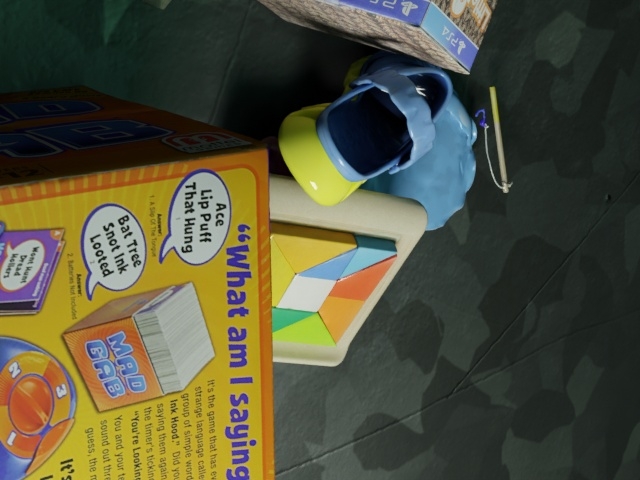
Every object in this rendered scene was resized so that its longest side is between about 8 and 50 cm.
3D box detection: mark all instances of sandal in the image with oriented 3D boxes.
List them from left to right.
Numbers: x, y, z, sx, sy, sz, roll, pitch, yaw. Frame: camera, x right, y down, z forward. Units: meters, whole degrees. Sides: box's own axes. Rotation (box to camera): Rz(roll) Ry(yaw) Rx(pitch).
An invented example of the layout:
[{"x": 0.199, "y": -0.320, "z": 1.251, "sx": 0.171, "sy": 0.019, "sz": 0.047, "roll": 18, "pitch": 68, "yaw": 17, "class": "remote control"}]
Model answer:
[{"x": 0.082, "y": -0.135, "z": 1.142, "sx": 0.126, "sy": 0.138, "sz": 0.317, "roll": 58, "pitch": 30, "yaw": -13, "class": "sandal"}]

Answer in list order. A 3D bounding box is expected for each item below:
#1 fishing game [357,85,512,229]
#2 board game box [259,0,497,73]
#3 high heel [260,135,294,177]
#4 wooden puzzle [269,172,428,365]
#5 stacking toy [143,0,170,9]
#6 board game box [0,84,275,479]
[{"x": 0.107, "y": -0.102, "z": 1.318, "sx": 0.264, "sy": 0.041, "sz": 0.189, "roll": -22, "pitch": 108, "yaw": -23, "class": "fishing game"}, {"x": 0.078, "y": -0.345, "z": 1.082, "sx": 0.141, "sy": 0.232, "sz": 0.291, "roll": 20, "pitch": 92, "yaw": -62, "class": "board game box"}, {"x": 0.000, "y": 0.000, "z": 1.221, "sx": 0.082, "sy": 0.117, "sz": 0.244, "roll": -23, "pitch": 116, "yaw": -28, "class": "high heel"}, {"x": -0.020, "y": 0.045, "z": 1.198, "sx": 0.221, "sy": 0.044, "sz": 0.239, "roll": 9, "pitch": 126, "yaw": -29, "class": "wooden puzzle"}, {"x": -0.147, "y": -0.395, "z": 0.999, "sx": 0.309, "sy": 0.130, "sz": 0.279, "roll": -55, "pitch": 158, "yaw": -34, "class": "stacking toy"}, {"x": -0.278, "y": 0.085, "z": 0.902, "sx": 0.356, "sy": 0.356, "sz": 0.357, "roll": -11, "pitch": 110, "yaw": -32, "class": "board game box"}]
